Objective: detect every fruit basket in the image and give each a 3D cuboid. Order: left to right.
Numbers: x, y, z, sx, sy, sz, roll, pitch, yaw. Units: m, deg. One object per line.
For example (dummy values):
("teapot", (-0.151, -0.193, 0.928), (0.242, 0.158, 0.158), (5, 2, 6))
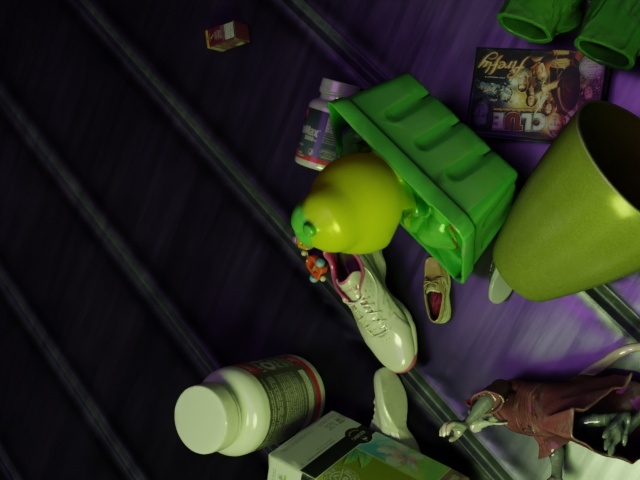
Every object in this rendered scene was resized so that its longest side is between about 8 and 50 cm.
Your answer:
("fruit basket", (0.118, -0.077, 1.504), (0.391, 0.283, 0.392), (-3, 67, 7))

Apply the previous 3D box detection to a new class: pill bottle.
("pill bottle", (-0.142, 0.335, 1.709), (0.176, 0.318, 0.176), (0, 91, 32))
("pill bottle", (0.019, -0.234, 1.717), (0.108, 0.108, 0.180), (21, 102, 31))

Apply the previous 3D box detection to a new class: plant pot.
("plant pot", (0.428, -0.030, 1.389), (0.275, 0.274, 0.293), (57, 133, 18))

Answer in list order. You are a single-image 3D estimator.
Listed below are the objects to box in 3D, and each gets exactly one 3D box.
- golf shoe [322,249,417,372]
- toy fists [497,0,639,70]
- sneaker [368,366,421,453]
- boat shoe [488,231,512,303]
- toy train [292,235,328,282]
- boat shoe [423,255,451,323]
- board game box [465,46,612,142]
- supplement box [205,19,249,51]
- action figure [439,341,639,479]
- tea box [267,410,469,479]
("golf shoe", (0.090, 0.124, 1.663), (0.115, 0.140, 0.306), (-31, 76, 28))
("toy fists", (0.446, -0.390, 1.431), (0.279, 0.096, 0.142), (28, 84, 30))
("sneaker", (0.128, 0.363, 1.685), (0.094, 0.080, 0.212), (-18, 83, 42))
("boat shoe", (0.338, 0.046, 1.559), (0.040, 0.049, 0.142), (37, 116, 62))
("toy train", (0.000, 0.000, 1.760), (0.125, 0.046, 0.166), (48, 136, 34))
("boat shoe", (0.223, 0.094, 1.629), (0.050, 0.045, 0.135), (-12, 84, 32))
("board game box", (0.389, -0.259, 1.516), (0.243, 0.042, 0.165), (10, 97, 32))
("supplement box", (-0.209, -0.458, 1.890), (0.083, 0.055, 0.043), (-10, 86, 32))
("action figure", (0.383, 0.278, 1.447), (0.370, 0.248, 0.276), (-6, 52, 56))
("tea box", (0.074, 0.562, 1.600), (0.323, 0.220, 0.329), (18, 114, 31))
